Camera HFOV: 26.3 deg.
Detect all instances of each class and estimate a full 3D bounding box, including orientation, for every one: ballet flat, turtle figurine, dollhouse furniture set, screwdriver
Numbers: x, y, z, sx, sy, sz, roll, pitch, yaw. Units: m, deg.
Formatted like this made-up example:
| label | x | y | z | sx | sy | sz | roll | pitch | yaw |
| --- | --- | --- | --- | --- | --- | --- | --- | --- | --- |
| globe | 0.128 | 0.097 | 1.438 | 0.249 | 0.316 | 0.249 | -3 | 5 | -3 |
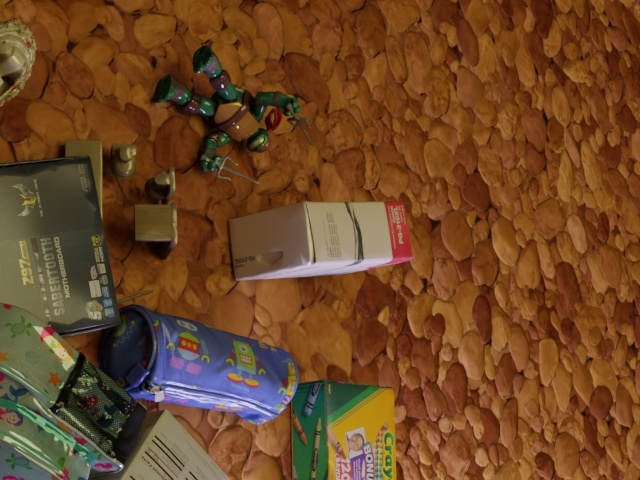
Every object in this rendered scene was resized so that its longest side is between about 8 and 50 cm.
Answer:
| label | x | y | z | sx | sy | sz | roll | pitch | yaw |
| --- | --- | --- | --- | --- | --- | --- | --- | --- | --- |
| ballet flat | -0.424 | -0.207 | 1.765 | 0.091 | 0.077 | 0.241 | 52 | 46 | -26 |
| turtle figurine | -0.131 | -0.183 | 2.069 | 0.175 | 0.118 | 0.234 | -47 | 123 | 3 |
| dollhouse furniture set | -0.285 | -0.055 | 1.924 | 0.151 | 0.123 | 0.144 | 1 | 78 | -13 |
| screwdriver | -0.291 | 0.089 | 1.894 | 0.170 | 0.025 | 0.024 | -20 | 95 | -58 |

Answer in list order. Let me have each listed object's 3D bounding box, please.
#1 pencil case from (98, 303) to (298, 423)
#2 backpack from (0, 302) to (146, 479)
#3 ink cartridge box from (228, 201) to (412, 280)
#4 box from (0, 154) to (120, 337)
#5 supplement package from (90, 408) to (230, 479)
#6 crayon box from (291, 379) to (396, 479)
| label | x | y | z | sx | sy | sz | roll | pitch | yaw |
| --- | --- | --- | --- | --- | --- | --- | --- | --- | --- |
| pencil case | -0.168 | 0.182 | 1.924 | 0.306 | 0.119 | 0.133 | 20 | 37 | -44 |
| backpack | -0.367 | 0.198 | 1.621 | 0.253 | 0.225 | 0.191 | 50 | 43 | -23 |
| ink cartridge box | 0.000 | 0.000 | 2.122 | 0.237 | 0.172 | 0.100 | -2 | 82 | -49 |
| box | -0.367 | 0.014 | 1.766 | 0.183 | 0.059 | 0.233 | -9 | 87 | -37 |
| supplement package | -0.261 | 0.342 | 1.724 | 0.149 | 0.194 | 0.203 | 52 | 47 | -26 |
| crayon box | 0.038 | 0.365 | 2.145 | 0.165 | 0.081 | 0.279 | 12 | 72 | -46 |
